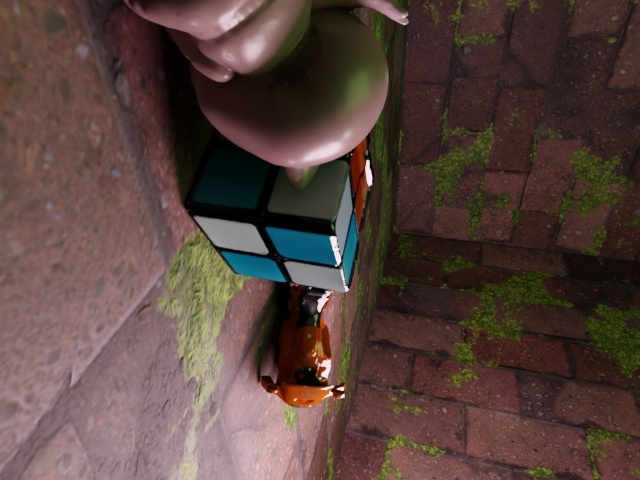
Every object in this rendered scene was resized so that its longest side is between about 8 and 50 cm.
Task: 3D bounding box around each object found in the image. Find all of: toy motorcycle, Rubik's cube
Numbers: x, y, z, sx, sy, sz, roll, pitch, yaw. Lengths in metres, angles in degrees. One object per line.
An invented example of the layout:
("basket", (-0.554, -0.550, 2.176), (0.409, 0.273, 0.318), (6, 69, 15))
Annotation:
("toy motorcycle", (-0.023, 0.157, 0.808), (0.221, 0.147, 0.326), (-134, -128, -79))
("Rubik's cube", (-0.032, -0.056, 0.561), (0.183, 0.167, 0.180), (68, 33, -62))

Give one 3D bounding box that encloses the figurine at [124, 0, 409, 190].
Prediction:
("figurine", (-0.049, -0.176, 0.363), (0.176, 0.186, 0.287), (-52, 147, 0))
